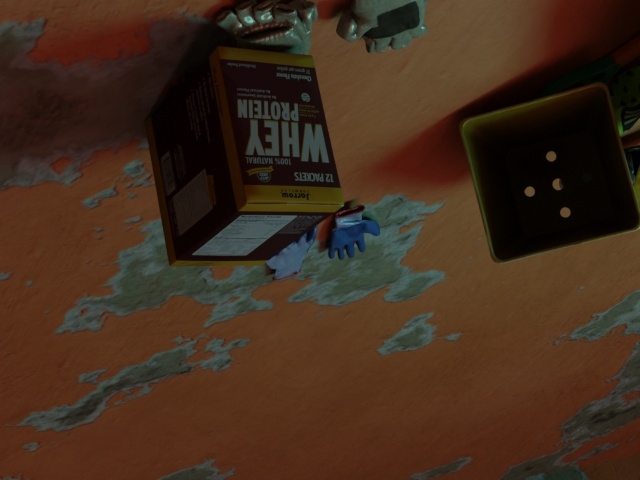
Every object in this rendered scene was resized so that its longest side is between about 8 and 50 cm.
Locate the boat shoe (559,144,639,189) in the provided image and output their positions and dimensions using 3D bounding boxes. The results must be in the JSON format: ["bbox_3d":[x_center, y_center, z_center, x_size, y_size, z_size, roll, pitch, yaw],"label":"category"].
[{"bbox_3d":[0.501,-0.117,2.098,0.228,0.081,0.068,-6,150,1],"label":"boat shoe"}]

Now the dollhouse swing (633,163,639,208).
[{"bbox_3d":[0.641,-0.166,1.777,0.305,0.315,0.347,-61,164,-20],"label":"dollhouse swing"}]

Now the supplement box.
[{"bbox_3d":[-0.093,-0.092,1.504,0.129,0.191,0.194,0,159,-34],"label":"supplement box"}]

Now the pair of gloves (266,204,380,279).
[{"bbox_3d":[0.000,0.000,1.991,0.198,0.023,0.159,-19,155,-10],"label":"pair of gloves"}]

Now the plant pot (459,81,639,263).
[{"bbox_3d":[0.339,-0.090,1.888,0.212,0.212,0.187,-15,175,13],"label":"plant pot"}]

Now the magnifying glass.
[{"bbox_3d":[0.407,-0.244,1.878,0.231,0.026,0.092,-37,151,22],"label":"magnifying glass"}]

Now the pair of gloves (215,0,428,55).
[{"bbox_3d":[0.012,-0.253,1.513,0.240,0.042,0.204,-22,159,8],"label":"pair of gloves"}]

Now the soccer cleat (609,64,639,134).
[{"bbox_3d":[0.470,-0.216,1.955,0.072,0.060,0.179,-26,162,-19],"label":"soccer cleat"}]
